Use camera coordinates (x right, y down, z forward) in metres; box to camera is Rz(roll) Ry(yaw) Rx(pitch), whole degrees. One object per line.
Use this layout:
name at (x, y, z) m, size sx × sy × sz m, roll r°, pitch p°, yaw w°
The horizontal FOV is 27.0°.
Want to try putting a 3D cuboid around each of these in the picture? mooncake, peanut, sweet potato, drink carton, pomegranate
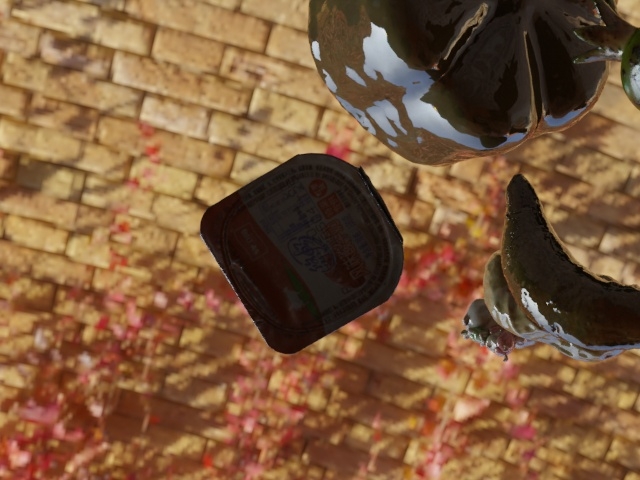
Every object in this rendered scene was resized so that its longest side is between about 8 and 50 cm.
mooncake at (0.215, -0.340, 1.900) m, size 0.467 × 0.467 × 0.262 m, roll 1°, pitch 175°, yaw -31°
peanut at (0.334, 0.085, 1.830) m, size 0.233 × 0.110 × 0.196 m, roll 24°, pitch -155°, yaw -6°
sweet potato at (0.292, 0.057, 1.509) m, size 0.124 × 0.098 × 0.310 m, roll -33°, pitch -118°, yaw -28°
drink carton at (0.000, 0.000, 1.498) m, size 0.185 × 0.191 × 0.189 m, roll 58°, pitch -170°, yaw 0°
pomegranate at (0.424, -0.240, 1.664) m, size 0.220 × 0.156 × 0.156 m, roll 40°, pitch -149°, yaw 12°

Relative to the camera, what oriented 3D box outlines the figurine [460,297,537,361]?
figurine at (0.300, 0.151, 2.104) m, size 0.146 × 0.081 × 0.098 m, roll 19°, pitch -110°, yaw 25°
